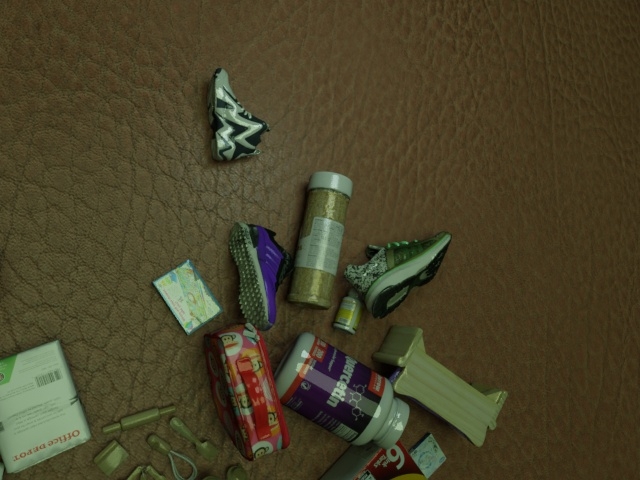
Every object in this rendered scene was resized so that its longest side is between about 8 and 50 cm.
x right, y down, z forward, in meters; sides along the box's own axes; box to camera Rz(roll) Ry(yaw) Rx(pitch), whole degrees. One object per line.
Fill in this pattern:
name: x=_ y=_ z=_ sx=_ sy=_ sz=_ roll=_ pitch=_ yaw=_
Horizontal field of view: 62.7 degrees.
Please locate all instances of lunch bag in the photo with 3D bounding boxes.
lunch bag: x=-0.169 y=0.334 z=1.184 sx=0.120 sy=0.258 sz=0.292 roll=-14 pitch=89 yaw=-23

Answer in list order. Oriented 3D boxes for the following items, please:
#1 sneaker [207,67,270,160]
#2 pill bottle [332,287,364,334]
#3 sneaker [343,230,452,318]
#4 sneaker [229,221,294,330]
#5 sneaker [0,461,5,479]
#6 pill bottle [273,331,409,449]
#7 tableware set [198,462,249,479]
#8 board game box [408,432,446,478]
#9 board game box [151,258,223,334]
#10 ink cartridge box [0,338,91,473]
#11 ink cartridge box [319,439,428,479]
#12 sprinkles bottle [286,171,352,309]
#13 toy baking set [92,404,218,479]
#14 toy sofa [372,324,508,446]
sneaker: x=-0.207 y=-0.325 z=1.369 sx=0.153 sy=0.094 sz=0.234 roll=-3 pitch=83 yaw=-26
pill bottle: x=0.082 y=0.192 z=1.429 sx=0.065 sy=0.065 sz=0.116 roll=29 pitch=71 yaw=-18
sneaker: x=0.221 y=0.046 z=1.475 sx=0.182 sy=0.158 sz=0.410 roll=38 pitch=43 yaw=24
sneaker: x=-0.125 y=0.081 z=1.296 sx=0.146 sy=0.102 sz=0.293 roll=6 pitch=54 yaw=-34
sneaker: x=-0.759 y=0.545 z=0.952 sx=0.236 sy=0.130 sz=0.322 roll=26 pitch=77 yaw=-23
pill bottle: x=0.048 y=0.375 z=1.286 sx=0.323 sy=0.181 sz=0.181 roll=31 pitch=70 yaw=-3
tableware set: x=-0.195 y=0.586 z=1.194 sx=0.169 sy=0.020 sz=0.141 roll=1 pitch=45 yaw=-51
board game box: x=0.300 y=0.609 z=1.483 sx=0.090 sy=0.020 sz=0.090 roll=-33 pitch=95 yaw=-26
board game box: x=-0.322 y=0.137 z=1.276 sx=0.103 sy=0.026 sz=0.154 roll=-35 pitch=96 yaw=-25
ink cartridge box: x=-0.589 y=0.335 z=1.085 sx=0.160 sy=0.093 sz=0.219 roll=-18 pitch=90 yaw=-25
ink cartridge box: x=0.130 y=0.688 z=1.333 sx=0.309 sy=0.130 sz=0.271 roll=-39 pitch=99 yaw=-25
sprinkles bottle: x=0.000 y=0.000 z=1.392 sx=0.121 sy=0.121 sz=0.355 roll=16 pitch=75 yaw=-21
toy baking set: x=-0.374 y=0.479 z=1.198 sx=0.256 sy=0.030 sz=0.196 roll=-17 pitch=91 yaw=-25
toy sofa: x=0.321 y=0.401 z=1.456 sx=0.363 sy=0.150 sz=0.177 roll=36 pitch=74 yaw=-15
